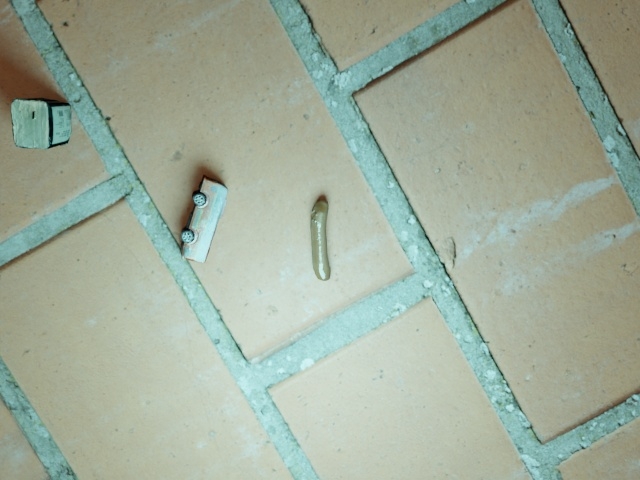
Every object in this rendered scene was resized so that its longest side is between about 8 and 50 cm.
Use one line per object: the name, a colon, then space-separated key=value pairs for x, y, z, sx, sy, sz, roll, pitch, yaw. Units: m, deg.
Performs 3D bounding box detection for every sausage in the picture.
sausage: x=0.000 y=0.000 z=1.744 sx=0.043 sy=0.043 sz=0.186 roll=-3 pitch=98 yaw=-1

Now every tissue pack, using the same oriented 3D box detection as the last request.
tissue pack: x=-0.588 y=-0.249 z=1.628 sx=0.090 sy=0.170 sz=0.103 roll=2 pitch=100 yaw=-2

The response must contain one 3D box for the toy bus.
toy bus: x=-0.263 y=-0.047 z=1.721 sx=0.077 sy=0.065 sz=0.192 roll=17 pitch=97 yaw=-15
